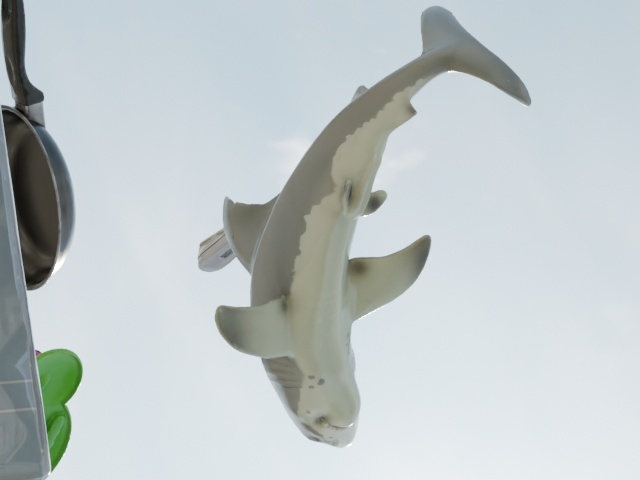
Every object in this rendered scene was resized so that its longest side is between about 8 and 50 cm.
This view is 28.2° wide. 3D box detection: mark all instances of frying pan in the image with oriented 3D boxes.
[{"bbox_3d":[-0.320,-0.109,1.332,0.197,0.053,0.326,1,-80,51],"label":"frying pan"}]

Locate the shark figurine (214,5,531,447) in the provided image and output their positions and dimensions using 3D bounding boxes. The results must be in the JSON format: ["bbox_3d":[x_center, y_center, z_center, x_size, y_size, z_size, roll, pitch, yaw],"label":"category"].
[{"bbox_3d":[-0.002,-0.026,0.744,0.116,0.166,0.278,25,-86,44],"label":"shark figurine"}]

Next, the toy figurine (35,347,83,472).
[{"bbox_3d":[-0.318,0.134,1.189,0.159,0.130,0.173,37,-80,37],"label":"toy figurine"}]

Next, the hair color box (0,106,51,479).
[{"bbox_3d":[-0.222,-0.036,0.610,0.185,0.114,0.374,129,-47,-56],"label":"hair color box"}]

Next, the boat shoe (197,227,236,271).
[{"bbox_3d":[-0.079,-0.007,1.196,0.100,0.035,0.035,-35,-129,35],"label":"boat shoe"}]
